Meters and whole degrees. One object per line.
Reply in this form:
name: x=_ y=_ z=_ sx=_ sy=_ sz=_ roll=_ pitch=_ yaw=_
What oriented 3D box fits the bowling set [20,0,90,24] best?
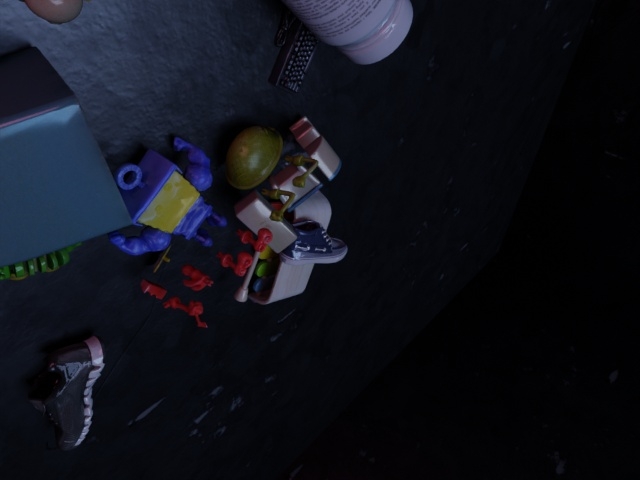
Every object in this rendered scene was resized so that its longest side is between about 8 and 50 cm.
bowling set: x=-0.291 y=-0.243 z=0.386 sx=0.287 sy=0.154 sz=0.199 roll=-22 pitch=136 yaw=-41

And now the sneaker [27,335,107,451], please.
sneaker: x=-0.453 y=0.275 z=0.753 sx=0.106 sy=0.078 sz=0.234 roll=0 pitch=116 yaw=-51

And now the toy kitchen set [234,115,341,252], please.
toy kitchen set: x=-0.058 y=-0.113 z=0.848 sx=0.207 sy=0.166 sz=0.122 roll=-37 pitch=126 yaw=8

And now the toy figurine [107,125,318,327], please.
toy figurine: x=-0.198 y=-0.069 z=0.665 sx=0.362 sy=0.191 sz=0.217 roll=-54 pitch=144 yaw=-3

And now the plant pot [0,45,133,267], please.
plant pot: x=-0.366 y=-0.068 z=0.458 sx=0.234 sy=0.165 sz=0.165 roll=-29 pitch=142 yaw=-24

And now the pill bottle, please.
pill bottle: x=0.015 y=-0.391 z=0.625 sx=0.283 sy=0.160 sz=0.160 roll=22 pitch=101 yaw=-51

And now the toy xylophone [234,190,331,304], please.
toy xylophone: x=-0.090 y=0.022 z=0.990 sx=0.236 sy=0.081 sz=0.322 roll=0 pitch=120 yaw=-52

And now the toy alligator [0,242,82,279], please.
toy alligator: x=-0.416 y=0.032 z=0.584 sx=0.190 sy=0.051 sz=0.056 roll=-19 pitch=134 yaw=-44

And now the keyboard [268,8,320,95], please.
keyboard: x=-0.034 y=-0.353 z=0.758 sx=0.108 sy=0.023 sz=0.180 roll=3 pitch=117 yaw=-55

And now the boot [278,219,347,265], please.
boot: x=0.000 y=0.000 z=0.940 sx=0.190 sy=0.069 sz=0.086 roll=-9 pitch=130 yaw=-46
